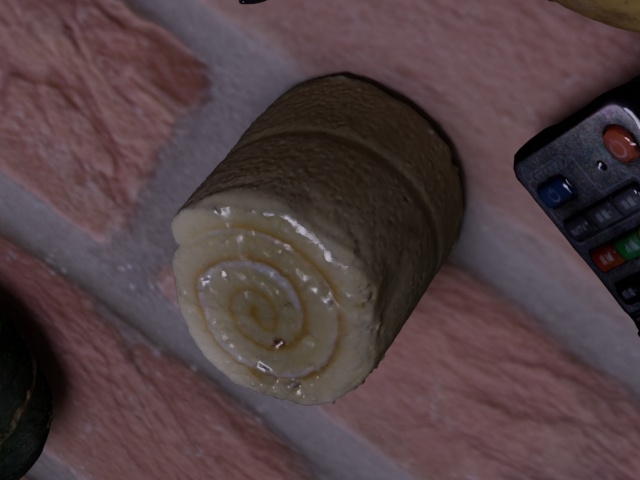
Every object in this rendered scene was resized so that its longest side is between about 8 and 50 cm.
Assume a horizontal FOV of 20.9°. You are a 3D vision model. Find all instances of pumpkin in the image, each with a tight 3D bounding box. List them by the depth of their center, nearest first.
[{"bbox_3d":[-0.291,0.112,1.283,0.190,0.146,0.190,17,130,21],"label":"pumpkin"}]

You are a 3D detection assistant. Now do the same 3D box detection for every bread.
[{"bbox_3d":[0.000,0.000,1.020,0.134,0.141,0.148,4,128,30],"label":"bread"}]

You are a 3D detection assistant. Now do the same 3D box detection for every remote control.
[{"bbox_3d":[0.269,0.077,0.936,0.399,0.062,0.144,51,151,-3],"label":"remote control"}]

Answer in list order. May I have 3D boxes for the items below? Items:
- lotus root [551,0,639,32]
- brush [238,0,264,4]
[{"bbox_3d":[0.162,-0.161,0.814,0.221,0.118,0.125,14,148,25],"label":"lotus root"},{"bbox_3d":[-0.015,-0.149,1.003,0.083,0.008,0.024,-12,120,38],"label":"brush"}]
